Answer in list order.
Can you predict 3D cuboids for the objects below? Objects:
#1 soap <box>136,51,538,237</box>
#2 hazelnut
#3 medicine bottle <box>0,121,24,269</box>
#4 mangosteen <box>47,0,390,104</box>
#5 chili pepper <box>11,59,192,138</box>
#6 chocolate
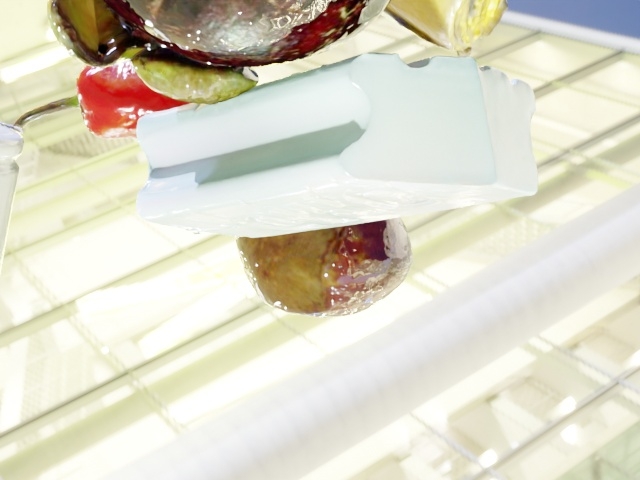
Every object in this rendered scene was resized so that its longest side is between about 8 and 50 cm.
[{"bbox_3d":[0.008,-0.067,0.798,0.289,0.172,0.095,-8,-100,38],"label":"soap"},{"bbox_3d":[0.000,0.000,1.269,0.234,0.218,0.218,48,-31,26],"label":"hazelnut"},{"bbox_3d":[-0.143,-0.002,0.357,0.057,0.057,0.089,25,-75,52],"label":"medicine bottle"},{"bbox_3d":[-0.064,-0.240,0.695,0.288,0.288,0.288,42,-34,37],"label":"mangosteen"},{"bbox_3d":[-0.289,-0.214,1.462,0.131,0.338,0.135,100,-1,-74],"label":"chili pepper"},{"bbox_3d":[0.068,-0.439,1.525,0.445,0.162,0.162,31,-39,23],"label":"chocolate"}]
